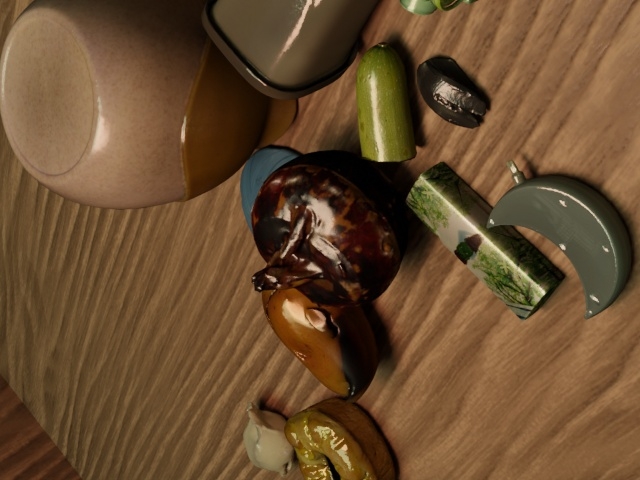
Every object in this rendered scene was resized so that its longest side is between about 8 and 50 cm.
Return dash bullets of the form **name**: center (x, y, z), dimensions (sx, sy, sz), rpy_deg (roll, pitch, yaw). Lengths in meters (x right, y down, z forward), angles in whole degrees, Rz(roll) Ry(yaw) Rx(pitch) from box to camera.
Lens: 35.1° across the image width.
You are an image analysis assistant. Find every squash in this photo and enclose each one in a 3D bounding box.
- **squash**: center (0.101, -0.223, 1.610), dimensions (0.095, 0.095, 0.188), rpy_deg (14, 120, 42)

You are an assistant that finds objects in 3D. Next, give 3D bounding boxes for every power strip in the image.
- **power strip**: center (0.353, -0.014, 1.490), dimensions (0.253, 0.054, 0.167), rpy_deg (47, 134, 15)

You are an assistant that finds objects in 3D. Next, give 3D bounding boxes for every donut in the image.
- **donut**: center (0.049, 0.453, 2.092), dimensions (0.208, 0.128, 0.261), rpy_deg (-8, 108, 49)

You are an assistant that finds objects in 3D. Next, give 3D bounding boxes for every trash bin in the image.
- **trash bin**: center (-0.018, -0.384, 1.532), dimensions (0.220, 0.219, 0.250), rpy_deg (49, 135, 9)

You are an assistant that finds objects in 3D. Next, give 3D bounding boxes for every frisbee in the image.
- **frisbee**: center (-0.063, -0.041, 1.943), dimensions (0.289, 0.049, 0.289), rpy_deg (28, 133, 34)

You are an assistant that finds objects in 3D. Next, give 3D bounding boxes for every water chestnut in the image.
- **water chestnut**: center (0.000, 0.000, 1.700), dimensions (0.300, 0.300, 0.300), rpy_deg (27, 133, 34)

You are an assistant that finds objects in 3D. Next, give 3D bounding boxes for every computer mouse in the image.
- **computer mouse**: center (0.193, -0.222, 1.538), dimensions (0.135, 0.047, 0.079), rpy_deg (44, 141, 15)

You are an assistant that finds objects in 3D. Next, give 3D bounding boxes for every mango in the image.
- **mango**: center (0.004, 0.165, 1.910), dimensions (0.201, 0.152, 0.287), rpy_deg (-12, 115, 46)

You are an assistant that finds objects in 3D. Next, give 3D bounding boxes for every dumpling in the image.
- **dumpling**: center (-0.123, 0.446, 2.310), dimensions (0.155, 0.111, 0.181), rpy_deg (-118, 31, -51)

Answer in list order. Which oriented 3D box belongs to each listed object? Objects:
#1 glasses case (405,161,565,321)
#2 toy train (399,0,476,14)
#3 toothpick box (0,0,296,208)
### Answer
- **glasses case**: center (0.255, 0.002, 1.610), dimensions (0.272, 0.062, 0.095), rpy_deg (45, 140, 17)
- **toy train**: center (0.180, -0.424, 1.302), dimensions (0.159, 0.188, 0.271), rpy_deg (41, 137, 21)
- **toothpick box**: center (-0.297, -0.264, 1.752), dimensions (0.409, 0.425, 0.409), rpy_deg (9, 104, 40)
